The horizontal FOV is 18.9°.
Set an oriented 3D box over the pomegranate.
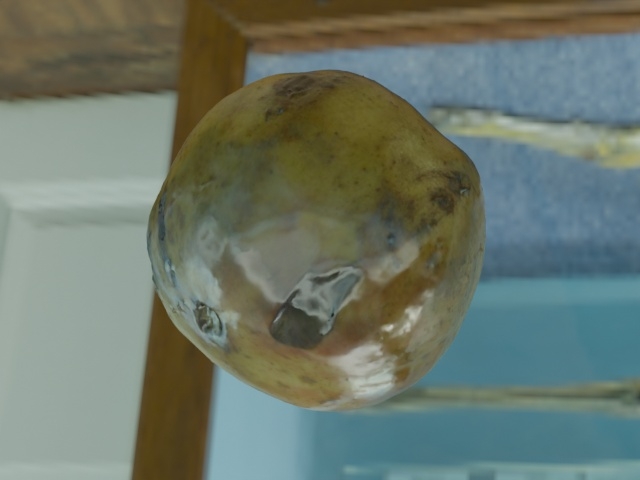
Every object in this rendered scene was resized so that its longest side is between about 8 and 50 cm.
[{"bbox_3d":[0.000,0.000,1.547,0.281,0.281,0.281,4,153,2],"label":"pomegranate"}]
